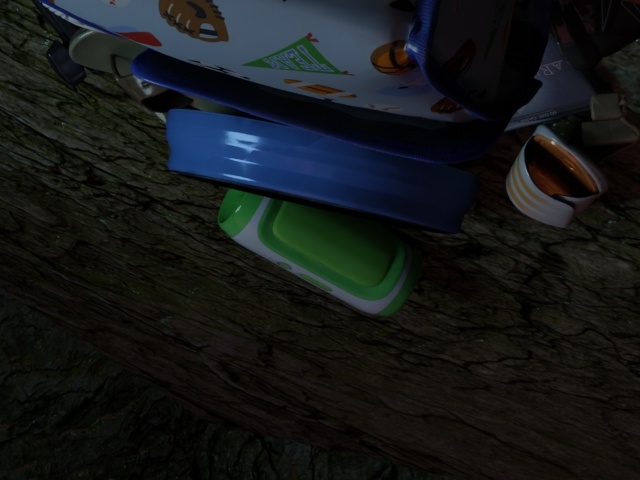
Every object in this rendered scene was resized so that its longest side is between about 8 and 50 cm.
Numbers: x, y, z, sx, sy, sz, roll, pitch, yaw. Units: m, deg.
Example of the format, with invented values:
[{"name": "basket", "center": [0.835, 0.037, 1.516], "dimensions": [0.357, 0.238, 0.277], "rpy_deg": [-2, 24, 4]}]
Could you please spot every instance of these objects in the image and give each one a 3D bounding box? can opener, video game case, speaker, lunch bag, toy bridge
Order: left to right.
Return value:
[{"name": "can opener", "center": [-0.329, -0.275, 1.663], "dimensions": [0.059, 0.073, 0.186], "rpy_deg": [21, 153, 29]}, {"name": "lunch bag", "center": [-0.005, -0.205, 0.965], "dimensions": [0.328, 0.239, 0.385], "rpy_deg": [16, -179, 16]}, {"name": "speaker", "center": [0.000, 0.000, 1.919], "dimensions": [0.296, 0.131, 0.131], "rpy_deg": [29, 160, -18]}, {"name": "video game case", "center": [0.146, -0.198, 1.323], "dimensions": [0.196, 0.026, 0.274], "rpy_deg": [-12, 142, 34]}, {"name": "toy bridge", "center": [0.312, -0.117, 1.390], "dimensions": [0.063, 0.026, 0.188], "rpy_deg": [-4, 166, 3]}]

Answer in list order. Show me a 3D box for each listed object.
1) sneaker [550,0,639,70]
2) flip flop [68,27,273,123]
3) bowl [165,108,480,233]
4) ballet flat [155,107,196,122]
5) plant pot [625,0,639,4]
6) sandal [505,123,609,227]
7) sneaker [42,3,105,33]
[{"name": "sneaker", "center": [0.218, -0.261, 1.088], "dimensions": [0.106, 0.101, 0.267], "rpy_deg": [-17, 139, 20]}, {"name": "flip flop", "center": [-0.189, -0.198, 1.646], "dimensions": [0.277, 0.080, 0.112], "rpy_deg": [25, 148, -10]}, {"name": "bowl", "center": [-0.002, -0.079, 1.582], "dimensions": [0.391, 0.077, 0.391], "rpy_deg": [13, 180, 0]}, {"name": "ballet flat", "center": [-0.199, -0.175, 1.809], "dimensions": [0.114, 0.041, 0.041], "rpy_deg": [34, 158, -31]}, {"name": "plant pot", "center": [0.248, -0.273, 0.805], "dimensions": [0.236, 0.212, 0.236], "rpy_deg": [17, 161, 15]}, {"name": "sandal", "center": [0.260, -0.053, 1.489], "dimensions": [0.102, 0.076, 0.265], "rpy_deg": [41, 173, 10]}, {"name": "sneaker", "center": [-0.207, -0.271, 1.213], "dimensions": [0.153, 0.094, 0.235], "rpy_deg": [20, 153, 36]}]
